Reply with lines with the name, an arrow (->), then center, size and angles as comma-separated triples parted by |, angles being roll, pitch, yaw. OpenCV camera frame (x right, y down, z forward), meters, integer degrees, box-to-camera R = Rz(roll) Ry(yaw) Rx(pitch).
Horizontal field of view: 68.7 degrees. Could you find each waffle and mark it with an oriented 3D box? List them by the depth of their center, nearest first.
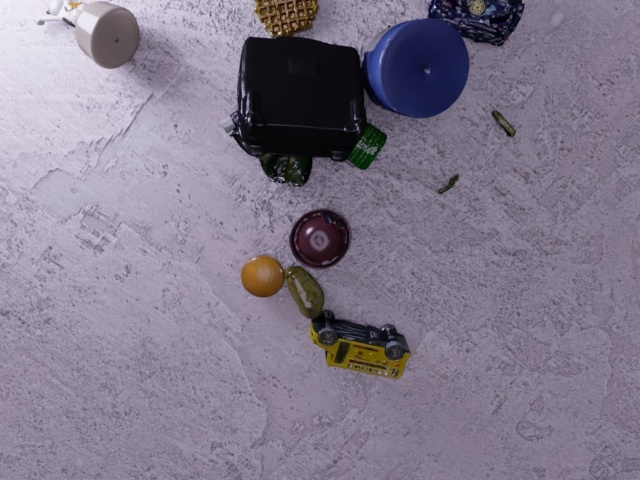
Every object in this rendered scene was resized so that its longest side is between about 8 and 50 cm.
waffle -> -0.099, -0.684, 1.358 | 0.191, 0.038, 0.190 | 0, 103, 1

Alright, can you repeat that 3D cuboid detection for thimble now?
thimble -> 0.138, -0.286, 1.413 | 0.090, 0.118, 0.130 | 34, 74, -4

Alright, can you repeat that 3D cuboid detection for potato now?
potato -> -0.053, 0.165, 1.532 | 0.085, 0.105, 0.188 | -22, 104, 49

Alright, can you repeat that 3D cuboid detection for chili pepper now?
chili pepper -> -0.133, -0.274, 1.426 | 0.265, 0.116, 0.148 | 41, 84, -8
chili pepper -> 0.409, -0.177, 1.485 | 0.083, 0.022, 0.027 | -43, 101, 13

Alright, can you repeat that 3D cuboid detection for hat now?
hat -> 0.000, 0.000, 1.492 | 0.206, 0.089, 0.205 | 0, 102, 0

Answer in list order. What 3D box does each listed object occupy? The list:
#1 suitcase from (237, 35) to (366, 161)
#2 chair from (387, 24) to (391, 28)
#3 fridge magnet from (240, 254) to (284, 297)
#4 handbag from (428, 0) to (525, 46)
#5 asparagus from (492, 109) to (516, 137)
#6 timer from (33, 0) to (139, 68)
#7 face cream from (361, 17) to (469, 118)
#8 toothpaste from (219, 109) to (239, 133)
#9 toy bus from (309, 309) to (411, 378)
suitcase -> -0.057, -0.398, 1.298 | 0.346, 0.188, 0.338 | 1, 72, -9
chair -> 0.198, -0.609, 1.375 | 0.086, 0.037, 0.042 | -10, 115, -2
fridge magnet -> -0.188, 0.117, 1.533 | 0.143, 0.063, 0.142 | 0, 102, -1
handbag -> 0.441, -0.663, 1.326 | 0.261, 0.113, 0.161 | 21, 96, 3
asparagus -> 0.564, -0.360, 1.442 | 0.025, 0.021, 0.108 | -42, 100, 10
timer -> -0.679, -0.628, 1.331 | 0.266, 0.175, 0.175 | 32, 102, 10
face cream -> 0.251, -0.474, 1.298 | 0.249, 0.225, 0.248 | -3, 111, -7
toothpaste -> -0.211, -0.388, 1.427 | 0.194, 0.045, 0.071 | -29, 110, 0
toy bus -> 0.118, 0.347, 1.546 | 0.331, 0.144, 0.151 | 14, 107, -5
